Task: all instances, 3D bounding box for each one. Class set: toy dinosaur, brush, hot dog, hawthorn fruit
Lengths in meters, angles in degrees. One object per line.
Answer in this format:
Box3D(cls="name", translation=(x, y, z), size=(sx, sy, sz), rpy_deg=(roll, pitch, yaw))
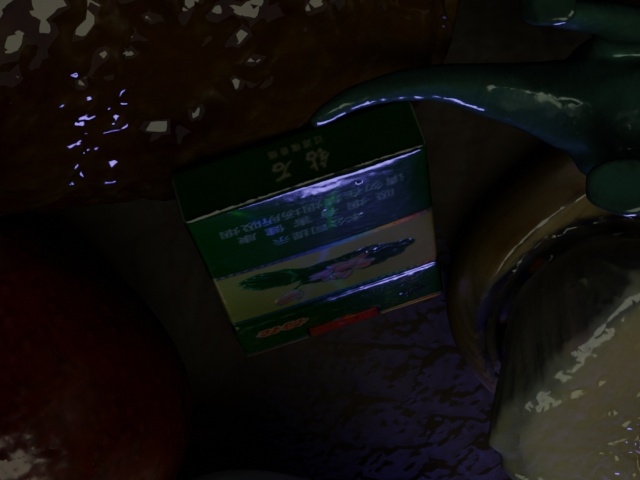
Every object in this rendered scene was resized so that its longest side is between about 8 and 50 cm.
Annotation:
Box3D(cls="toy dinosaur", translation=(0.215, -0.064, 1.015), size=(0.383, 0.331, 0.129), rpy_deg=(-4, 84, 12))
Box3D(cls="brush", translation=(0.198, 0.021, 1.105), size=(0.174, 0.166, 0.266), rpy_deg=(30, 108, -25))
Box3D(cls="hot dog", translation=(-0.117, -0.132, 0.953), size=(0.387, 0.174, 0.267), rpy_deg=(-9, 123, -18))
Box3D(cls="hawthorn fruit", translation=(-0.166, 0.110, 1.065), size=(0.266, 0.210, 0.230), rpy_deg=(18, 118, -40))

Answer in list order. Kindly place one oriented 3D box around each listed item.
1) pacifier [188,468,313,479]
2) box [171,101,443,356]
Box3D(cls="pacifier", translation=(-0.018, 0.265, 1.139), size=(0.244, 0.233, 0.299), rpy_deg=(-43, 147, 15))
Box3D(cls="box", translation=(0.000, 0.000, 1.050), size=(0.132, 0.034, 0.235), rpy_deg=(-18, 159, -2))
